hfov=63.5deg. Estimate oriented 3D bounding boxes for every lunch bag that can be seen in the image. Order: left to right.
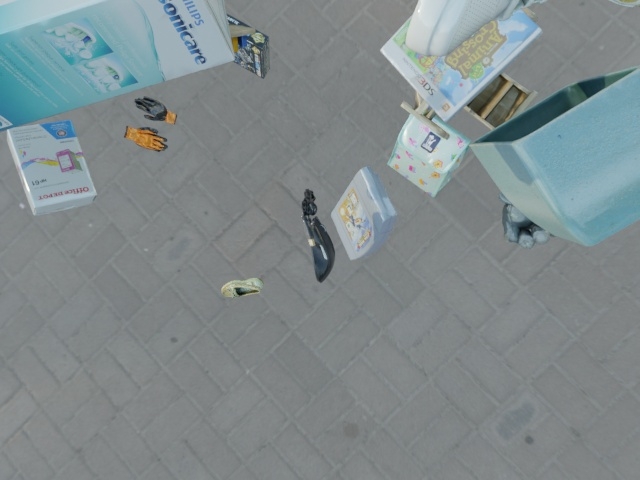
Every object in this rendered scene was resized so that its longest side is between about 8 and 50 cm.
[{"bbox_3d":[0.374,-0.310,1.771,0.223,0.262,0.160,39,63,12],"label":"lunch bag"}]

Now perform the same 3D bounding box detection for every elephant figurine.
[{"bbox_3d":[0.655,-0.077,1.614,0.170,0.239,0.185,14,116,28],"label":"elephant figurine"}]

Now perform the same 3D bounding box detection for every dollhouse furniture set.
[{"bbox_3d":[0.469,-0.442,1.481,0.256,0.394,0.362,40,108,9],"label":"dollhouse furniture set"}]

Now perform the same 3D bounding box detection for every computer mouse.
[{"bbox_3d":[0.000,0.000,1.357,0.060,0.184,0.261,-8,105,5],"label":"computer mouse"}]

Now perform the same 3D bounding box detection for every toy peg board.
[{"bbox_3d":[-0.299,-0.578,1.509,0.161,0.161,0.079,28,130,37],"label":"toy peg board"}]

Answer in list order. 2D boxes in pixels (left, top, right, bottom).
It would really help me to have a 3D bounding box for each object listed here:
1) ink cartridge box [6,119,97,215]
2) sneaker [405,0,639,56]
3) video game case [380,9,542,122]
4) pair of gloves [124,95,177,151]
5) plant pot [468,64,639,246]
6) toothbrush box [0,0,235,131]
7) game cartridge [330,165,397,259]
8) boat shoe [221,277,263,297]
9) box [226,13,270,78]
[{"bbox_3d":[-0.397,-0.107,0.768,0.089,0.052,0.122,-19,90,-33],"label":"ink cartridge box"},{"bbox_3d":[0.220,-0.247,0.456,0.169,0.108,0.292,39,84,8],"label":"sneaker"},{"bbox_3d":[0.241,-0.352,0.919,0.212,0.023,0.193,-43,75,22],"label":"video game case"},{"bbox_3d":[-0.277,-0.191,0.850,0.010,0.074,0.083,0,73,51],"label":"pair of gloves"},{"bbox_3d":[0.475,-0.136,0.966,0.248,0.247,0.252,-31,100,3],"label":"plant pot"},{"bbox_3d":[-0.261,-0.270,0.548,0.296,0.126,0.216,-16,68,6],"label":"toothbrush box"},{"bbox_3d":[0.125,-0.063,1.555,0.062,0.297,0.198,-11,68,-23],"label":"game cartridge"},{"bbox_3d":[-0.262,0.164,1.710,0.153,0.048,0.056,-10,128,16],"label":"boat shoe"},{"bbox_3d":[-0.257,-0.649,1.735,0.175,0.220,0.051,29,81,0],"label":"box"}]
